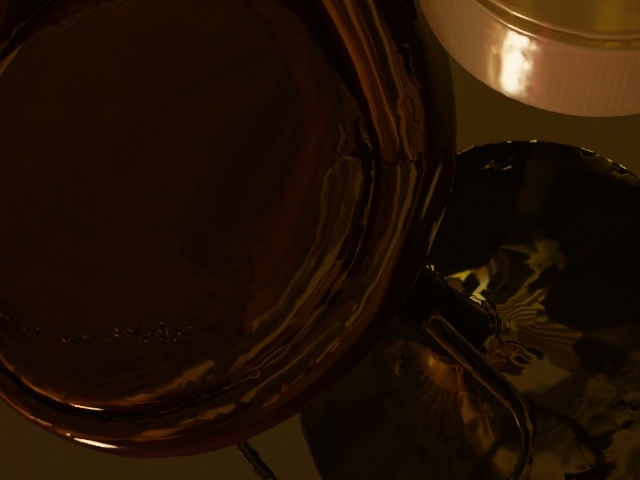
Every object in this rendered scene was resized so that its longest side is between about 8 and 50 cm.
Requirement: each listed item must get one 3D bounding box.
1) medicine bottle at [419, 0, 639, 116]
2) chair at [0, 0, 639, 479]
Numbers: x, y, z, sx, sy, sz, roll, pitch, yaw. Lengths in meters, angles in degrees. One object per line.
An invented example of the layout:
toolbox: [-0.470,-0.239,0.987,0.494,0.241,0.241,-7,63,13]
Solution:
medicine bottle: [0.080,-0.151,0.439,0.296,0.161,0.111,95,-28,-61]
chair: [0.000,0.000,0.791,0.401,0.226,0.226,34,50,-58]
